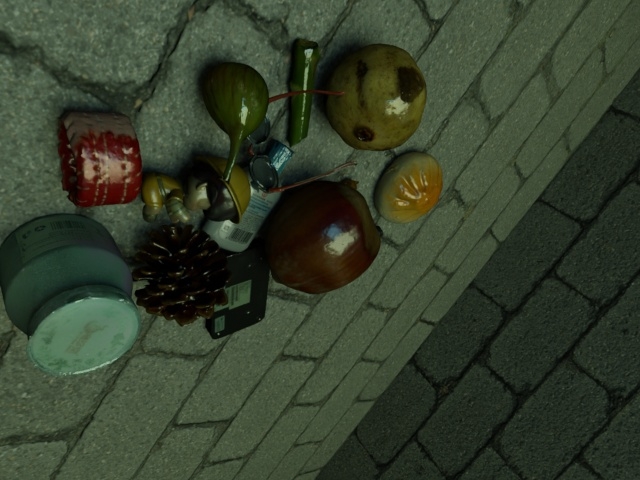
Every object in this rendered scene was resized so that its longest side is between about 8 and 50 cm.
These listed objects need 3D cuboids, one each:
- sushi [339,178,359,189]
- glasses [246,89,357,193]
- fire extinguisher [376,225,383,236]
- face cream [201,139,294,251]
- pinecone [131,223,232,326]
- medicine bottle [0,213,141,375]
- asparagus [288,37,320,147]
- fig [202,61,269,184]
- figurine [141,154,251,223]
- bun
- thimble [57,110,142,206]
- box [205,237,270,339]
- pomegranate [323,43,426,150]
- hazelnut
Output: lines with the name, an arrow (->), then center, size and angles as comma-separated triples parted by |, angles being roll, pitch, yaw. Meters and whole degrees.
sushi -> 0.084, -0.167, 1.406 | 0.117, 0.062, 0.060 | -29, 152, 9
glasses -> -0.064, -0.247, 0.987 | 0.118, 0.268, 0.235 | -9, 90, -57
fire extinguisher -> 0.168, 0.000, 1.637 | 0.177, 0.050, 0.062 | -28, 177, -21
face cream -> -0.191, -0.125, 1.157 | 0.163, 0.080, 0.337 | 22, 106, -49
pinecone -> -0.357, 0.080, 1.051 | 0.263, 0.264, 0.264 | -25, 137, -26
medicine bottle -> -0.529, 0.115, 0.878 | 0.244, 0.290, 0.245 | -25, 137, -26
asparagus -> -0.049, -0.378, 1.087 | 0.067, 0.060, 0.278 | -30, 141, -37
fig -> -0.196, -0.263, 0.899 | 0.151, 0.151, 0.260 | 32, 57, -52
figurine -> -0.294, -0.121, 0.988 | 0.256, 0.192, 0.168 | -3, 107, -29
bun -> 0.353, -0.184, 1.555 | 0.298, 0.164, 0.299 | -25, 135, -27
thimble -> -0.441, -0.161, 0.823 | 0.124, 0.163, 0.190 | -12, 130, -39
box -> -0.272, 0.163, 1.356 | 0.211, 0.058, 0.351 | -16, 132, -32
pomegranate -> 0.151, -0.376, 1.108 | 0.281, 0.281, 0.282 | -25, 137, -26
hazelnut -> 0.006, -0.007, 1.253 | 0.365, 0.366, 0.366 | -25, 137, -26
